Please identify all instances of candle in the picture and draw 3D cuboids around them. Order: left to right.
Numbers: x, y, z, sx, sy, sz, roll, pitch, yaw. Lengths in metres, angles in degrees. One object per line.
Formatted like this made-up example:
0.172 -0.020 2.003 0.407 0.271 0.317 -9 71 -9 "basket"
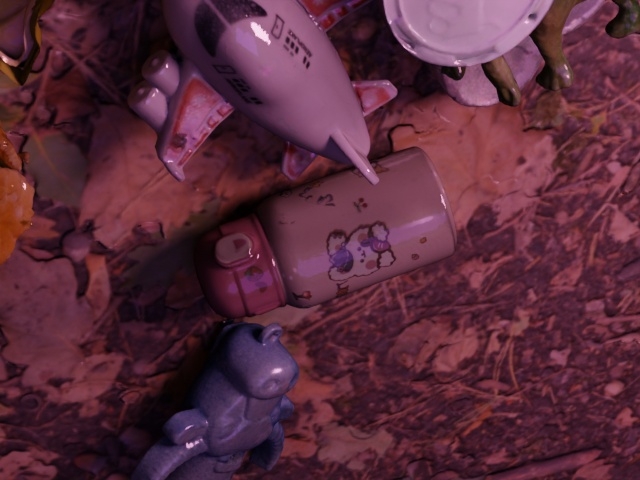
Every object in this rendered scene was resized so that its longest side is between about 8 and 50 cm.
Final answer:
0.151 -0.218 1.280 0.168 0.068 0.192 34 104 -34 "candle"

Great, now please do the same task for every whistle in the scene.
-0.098 0.184 1.460 0.180 0.093 0.269 -8 132 -46 "whistle"

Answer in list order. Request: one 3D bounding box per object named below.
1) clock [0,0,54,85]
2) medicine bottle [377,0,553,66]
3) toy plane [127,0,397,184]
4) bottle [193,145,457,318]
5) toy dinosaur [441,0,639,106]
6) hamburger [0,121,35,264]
-0.303 -0.262 1.083 0.293 0.071 0.277 25 122 -25 "clock"
0.023 -0.262 0.974 0.108 0.426 0.108 -10 128 -13 "medicine bottle"
-0.037 -0.146 1.235 0.252 0.118 0.252 -9 123 -13 "toy plane"
0.000 0.000 1.353 0.233 0.110 0.110 -19 128 -6 "bottle"
0.118 -0.239 1.108 0.447 0.087 0.301 -17 129 14 "toy dinosaur"
-0.409 -0.035 1.151 0.330 0.162 0.209 -23 130 3 "hamburger"
